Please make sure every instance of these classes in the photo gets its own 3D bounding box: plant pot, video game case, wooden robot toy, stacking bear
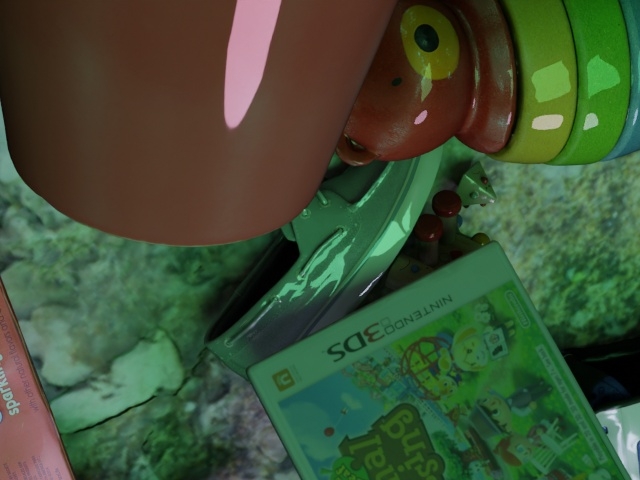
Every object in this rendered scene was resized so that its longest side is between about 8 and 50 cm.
[{"bbox_3d":[-0.074,-0.148,0.946,0.275,0.275,0.243,-4,127,-21],"label":"plant pot"},{"bbox_3d":[0.084,0.134,1.087,0.193,0.023,0.212,-27,81,-9],"label":"video game case"},{"bbox_3d":[0.099,0.021,1.161,0.173,0.079,0.076,-53,162,-29],"label":"wooden robot toy"},{"bbox_3d":[0.136,-0.122,1.091,0.289,0.164,0.175,-9,82,-16],"label":"stacking bear"}]

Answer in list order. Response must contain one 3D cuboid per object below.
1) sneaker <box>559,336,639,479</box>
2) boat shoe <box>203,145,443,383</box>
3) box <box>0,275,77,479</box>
[{"bbox_3d":[0.221,0.182,1.327,0.182,0.127,0.315,38,92,-30],"label":"sneaker"},{"bbox_3d":[-0.001,0.000,1.149,0.081,0.079,0.227,32,96,-21],"label":"boat shoe"},{"bbox_3d":[-0.263,0.080,1.047,0.154,0.142,0.300,-22,123,-10],"label":"box"}]
